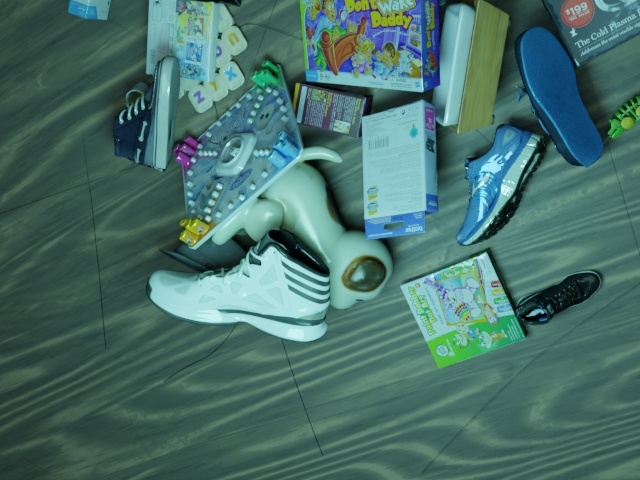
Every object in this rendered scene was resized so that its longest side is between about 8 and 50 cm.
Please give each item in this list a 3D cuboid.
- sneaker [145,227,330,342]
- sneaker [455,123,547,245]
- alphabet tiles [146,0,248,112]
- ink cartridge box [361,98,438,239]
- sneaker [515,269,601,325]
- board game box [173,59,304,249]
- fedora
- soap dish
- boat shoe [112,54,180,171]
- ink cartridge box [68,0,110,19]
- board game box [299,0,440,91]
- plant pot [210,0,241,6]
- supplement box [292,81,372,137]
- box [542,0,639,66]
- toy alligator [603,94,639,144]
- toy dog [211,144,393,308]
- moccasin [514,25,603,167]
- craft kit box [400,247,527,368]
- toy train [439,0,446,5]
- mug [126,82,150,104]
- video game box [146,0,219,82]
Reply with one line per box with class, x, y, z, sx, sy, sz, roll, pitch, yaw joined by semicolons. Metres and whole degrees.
sneaker;-0.186;0.068;1.789;0.448;0.169;0.257;11;116;4
sneaker;0.412;-0.134;1.846;0.147;0.130;0.330;37;116;27
alphabet tiles;-0.332;-0.501;2.033;0.284;0.021;0.278;-31;93;22
ink cartridge box;0.187;-0.160;1.801;0.186;0.065;0.311;-8;78;42
sneaker;0.582;0.151;1.849;0.217;0.121;0.079;-28;95;22
board game box;-0.224;-0.226;1.903;0.390;0.390;0.050;-39;131;23
fedora;-0.290;0.044;2.077;0.275;0.244;0.124;29;81;12
soap dish;0.340;-0.401;1.740;0.118;0.229;0.290;6;106;-3
boat shoe;-0.468;-0.342;2.011;0.158;0.127;0.340;13;126;-2
ink cartridge box;-0.606;-0.689;2.029;0.060;0.104;0.180;22;110;12
board game box;0.111;-0.484;1.776;0.347;0.078;0.233;14;120;38
plant pot;-0.291;-0.707;1.885;0.188;0.187;0.167;13;90;11
supplement box;0.028;-0.333;1.927;0.188;0.081;0.104;15;107;14
box;0.634;-0.590;1.612;0.343;0.179;0.312;-28;93;22
toy alligator;0.689;-0.276;1.739;0.190;0.056;0.051;-41;89;22
toy dog;0.000;0.000;1.948;0.408;0.284;0.395;41;94;3
moccasin;0.521;-0.316;1.739;0.138;0.117;0.342;-26;100;-8
craft kit box;0.369;0.177;1.963;0.247;0.061;0.250;-24;95;24
toy train;0.278;-0.643;1.743;0.334;0.142;0.190;-15;108;22
mug;-0.498;-0.397;2.088;0.062;0.064;0.078;28;131;-16
video game box;-0.364;-0.531;1.999;0.187;0.048;0.205;12;107;17
